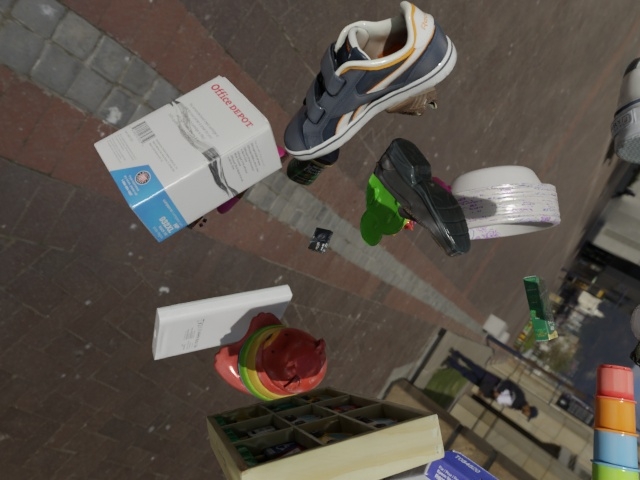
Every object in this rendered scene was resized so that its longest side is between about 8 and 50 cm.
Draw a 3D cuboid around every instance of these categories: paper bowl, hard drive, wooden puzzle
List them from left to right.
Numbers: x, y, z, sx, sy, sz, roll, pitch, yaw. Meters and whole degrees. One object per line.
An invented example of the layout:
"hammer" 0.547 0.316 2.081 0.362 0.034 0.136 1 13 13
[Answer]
"wooden puzzle" -0.342 -0.060 1.231 0.049 0.006 0.083 -46 123 -2
"hard drive" -0.238 0.197 1.127 0.308 0.040 0.203 -8 146 -29
"paper bowl" 0.425 -0.091 1.151 0.284 0.284 0.148 9 76 -61

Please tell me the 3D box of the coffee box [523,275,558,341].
"coffee box" 0.645 0.198 1.370 0.113 0.040 0.184 11 69 -52

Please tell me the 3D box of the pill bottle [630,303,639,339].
"pill bottle" 0.742 0.182 0.930 0.117 0.215 0.117 -167 -90 -81

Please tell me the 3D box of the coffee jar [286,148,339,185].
"coffee jar" -0.023 -0.237 1.398 0.184 0.096 0.079 -33 -136 55

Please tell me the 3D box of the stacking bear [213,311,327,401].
"stacking bear" -0.079 0.234 0.912 0.175 0.164 0.289 -43 -175 -25

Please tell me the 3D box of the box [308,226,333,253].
"box" 0.000 0.000 1.616 0.018 0.067 0.083 34 75 -48

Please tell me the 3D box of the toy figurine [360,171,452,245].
"toy figurine" 0.179 -0.063 0.901 0.159 0.130 0.173 -4 138 -30

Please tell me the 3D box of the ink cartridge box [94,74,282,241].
"ink cartridge box" -0.270 -0.178 0.979 0.307 0.223 0.129 -34 147 -12

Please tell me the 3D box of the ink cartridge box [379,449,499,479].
"ink cartridge box" 0.249 0.466 0.829 0.045 0.223 0.224 -55 -179 -40

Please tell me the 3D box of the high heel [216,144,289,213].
"high heel" -0.189 -0.166 1.301 0.244 0.117 0.082 -59 157 -14

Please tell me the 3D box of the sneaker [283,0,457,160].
"sneaker" 0.041 -0.251 0.743 0.321 0.126 0.127 -28 141 29

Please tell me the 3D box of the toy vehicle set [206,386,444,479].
"toy vehicle set" -0.019 0.197 0.479 0.166 0.035 0.267 -7 171 -21

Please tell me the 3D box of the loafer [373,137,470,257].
"loafer" 0.126 -0.047 0.589 0.062 0.170 0.061 -3 148 -42

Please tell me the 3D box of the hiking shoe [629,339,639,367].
"hiking shoe" 0.889 0.331 1.239 0.114 0.086 0.226 135 -39 -71

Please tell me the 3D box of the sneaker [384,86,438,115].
"sneaker" 0.277 -0.400 1.386 0.188 0.066 0.071 -27 102 -21

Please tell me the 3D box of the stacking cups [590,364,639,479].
"stacking cups" 0.567 0.406 0.914 0.096 0.096 0.316 47 48 -63

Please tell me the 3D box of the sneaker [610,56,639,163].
"sneaker" 0.360 -0.101 0.340 0.094 0.258 0.091 55 45 -72
